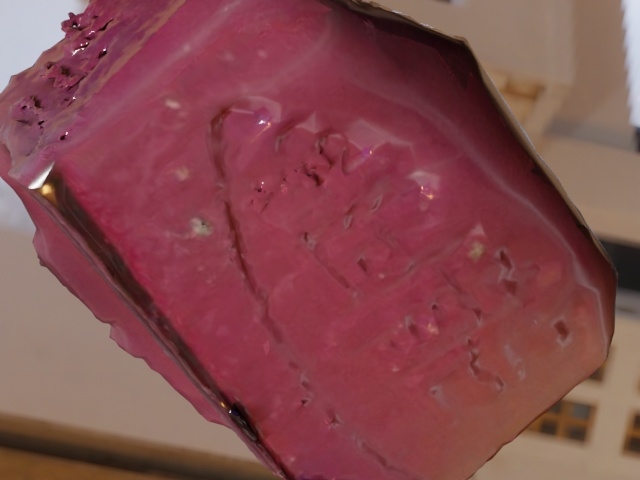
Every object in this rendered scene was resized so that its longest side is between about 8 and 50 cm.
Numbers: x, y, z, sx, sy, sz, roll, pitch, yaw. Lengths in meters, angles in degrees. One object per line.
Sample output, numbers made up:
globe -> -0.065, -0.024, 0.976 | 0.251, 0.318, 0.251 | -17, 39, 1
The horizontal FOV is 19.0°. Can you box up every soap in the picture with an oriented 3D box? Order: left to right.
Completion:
soap -> 0.000, 0.000, 0.937 | 0.220, 0.325, 0.127 | -42, 35, -8
